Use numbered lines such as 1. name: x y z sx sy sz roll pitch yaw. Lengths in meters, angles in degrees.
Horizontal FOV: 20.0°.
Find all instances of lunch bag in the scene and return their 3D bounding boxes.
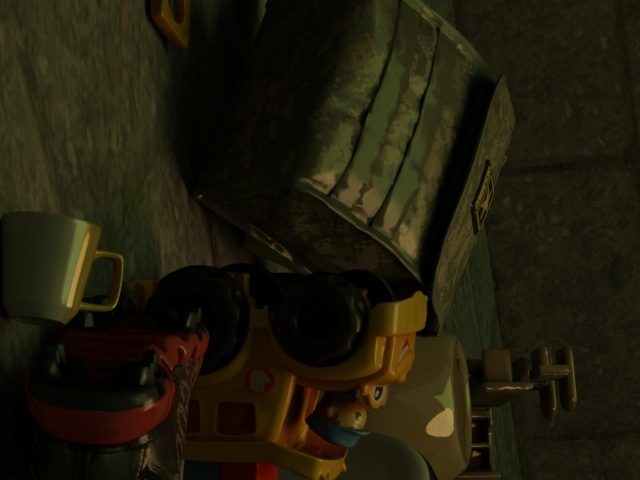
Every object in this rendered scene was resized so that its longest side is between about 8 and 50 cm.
1. lunch bag: 0.060 -0.073 1.639 0.287 0.169 0.235 36 65 -36

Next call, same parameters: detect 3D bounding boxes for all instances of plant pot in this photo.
1. plant pot: 0.048 0.167 1.799 0.284 0.191 0.284 -4 90 -78

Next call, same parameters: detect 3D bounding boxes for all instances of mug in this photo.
1. mug: -0.164 0.020 1.129 0.062 0.078 0.064 103 -6 -77

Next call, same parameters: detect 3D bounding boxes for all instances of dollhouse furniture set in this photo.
1. dollhouse furniture set: 0.233 0.256 2.634 0.242 0.212 0.161 133 -44 -69

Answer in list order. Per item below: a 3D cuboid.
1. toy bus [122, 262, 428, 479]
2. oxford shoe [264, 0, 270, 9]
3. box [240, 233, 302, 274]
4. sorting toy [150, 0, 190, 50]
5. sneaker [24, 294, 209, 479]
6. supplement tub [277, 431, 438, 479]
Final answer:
1. toy bus: -0.035 0.123 1.374 0.149 0.220 0.211 6 85 -75
2. oxford shoe: -0.012 -0.107 1.850 0.140 0.147 0.397 -126 -150 -44
3. box: 0.000 0.000 1.772 0.109 0.178 0.042 -68 -177 -66
4. sorting toy: -0.108 -0.333 1.572 0.196 0.047 0.347 33 53 -70
5. sneaker: -0.132 0.115 1.187 0.276 0.098 0.135 -71 165 -78
6. supplement tub: 0.034 0.348 1.646 0.193 0.194 0.316 -75 157 -59
